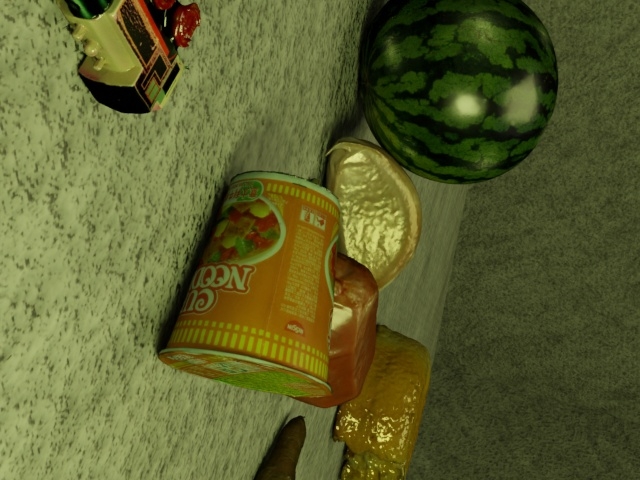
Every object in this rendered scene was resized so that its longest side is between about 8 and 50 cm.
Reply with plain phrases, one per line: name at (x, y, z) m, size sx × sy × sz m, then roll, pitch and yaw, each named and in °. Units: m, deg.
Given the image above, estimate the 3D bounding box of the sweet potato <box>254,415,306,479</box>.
sweet potato at (-0.067, 0.363, 1.181) m, size 0.067 × 0.067 × 0.274 m, roll 91°, pitch 18°, yaw -44°

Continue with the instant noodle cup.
instant noodle cup at (-0.051, 0.041, 0.758) m, size 0.168 × 0.168 × 0.185 m, roll 66°, pitch 34°, yaw -68°

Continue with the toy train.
toy train at (-0.122, -0.142, 0.486) m, size 0.138 × 0.050 × 0.087 m, roll 71°, pitch 40°, yaw -65°

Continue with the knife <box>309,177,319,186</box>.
knife at (0.003, 0.000, 1.166) m, size 0.298 × 0.017 × 0.047 m, roll 82°, pitch 17°, yaw -55°

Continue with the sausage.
sausage at (-0.004, 0.111, 1.002) m, size 0.268 × 0.141 × 0.153 m, roll 88°, pitch 22°, yaw -56°

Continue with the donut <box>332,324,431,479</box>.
donut at (0.163, 0.393, 1.875) m, size 0.435 × 0.163 × 0.378 m, roll 77°, pitch 30°, yaw -60°

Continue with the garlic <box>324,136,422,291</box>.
garlic at (0.060, -0.039, 1.127) m, size 0.164 × 0.145 × 0.245 m, roll -33°, pitch 127°, yaw -46°

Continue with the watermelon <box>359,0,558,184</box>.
watermelon at (0.191, -0.221, 1.126) m, size 0.285 × 0.285 × 0.285 m, roll 15°, pitch 90°, yaw -76°
